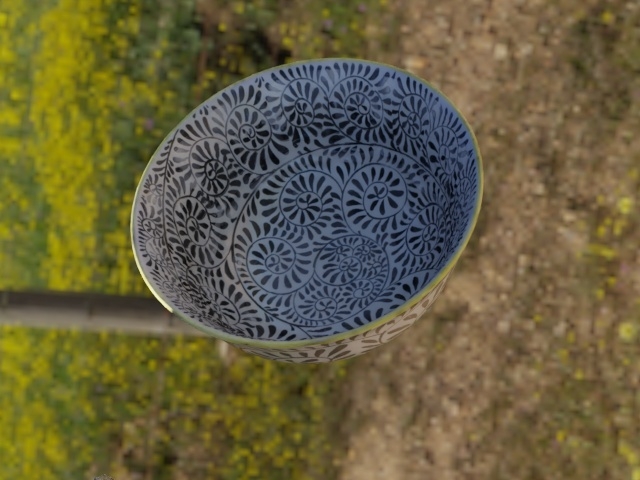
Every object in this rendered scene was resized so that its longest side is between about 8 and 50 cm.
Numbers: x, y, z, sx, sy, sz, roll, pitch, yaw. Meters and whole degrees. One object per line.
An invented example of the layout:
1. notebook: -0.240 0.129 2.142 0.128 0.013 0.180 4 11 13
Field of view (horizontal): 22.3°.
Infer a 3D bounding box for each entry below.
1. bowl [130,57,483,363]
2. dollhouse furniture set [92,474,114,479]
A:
1. bowl: 0.000 0.000 0.787 0.080 0.170 0.170 71 -172 -52
2. dollhouse furniture set: -0.125 0.311 0.730 0.303 0.173 0.356 34 132 42
